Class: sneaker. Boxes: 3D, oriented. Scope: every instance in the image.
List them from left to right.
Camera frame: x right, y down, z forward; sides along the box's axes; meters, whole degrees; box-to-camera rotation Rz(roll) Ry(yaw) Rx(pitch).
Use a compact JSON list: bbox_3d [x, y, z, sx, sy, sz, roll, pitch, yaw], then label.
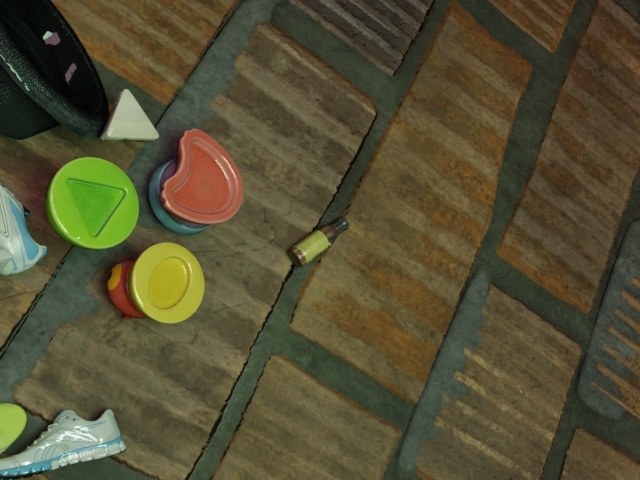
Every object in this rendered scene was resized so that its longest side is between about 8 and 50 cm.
[{"bbox_3d":[-0.481,0.253,0.909,0.208,0.094,0.082,-3,58,-54],"label":"sneaker"},{"bbox_3d":[-0.493,-0.058,1.019,0.086,0.085,0.237,-27,87,-54],"label":"sneaker"},{"bbox_3d":[-0.386,0.293,0.998,0.190,0.071,0.083,-7,75,-34],"label":"sneaker"}]

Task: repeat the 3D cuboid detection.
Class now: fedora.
[{"bbox_3d":[-0.467,-0.269,1.008,0.152,0.334,0.334,-28,92,9],"label":"fedora"}]

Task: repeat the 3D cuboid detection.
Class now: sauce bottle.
[{"bbox_3d":[0.000,0.000,1.246,0.128,0.042,0.042,-35,95,-25],"label":"sauce bottle"}]

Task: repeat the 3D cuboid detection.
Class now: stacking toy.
[{"bbox_3d":[-0.285,-0.048,1.068,0.279,0.130,0.309,41,55,-29],"label":"stacking toy"}]

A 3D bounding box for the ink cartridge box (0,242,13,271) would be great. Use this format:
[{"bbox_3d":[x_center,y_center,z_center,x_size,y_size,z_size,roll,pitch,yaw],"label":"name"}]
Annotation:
[{"bbox_3d":[-0.495,0.043,0.924,0.061,0.104,0.181,43,101,4],"label":"ink cartridge box"}]
